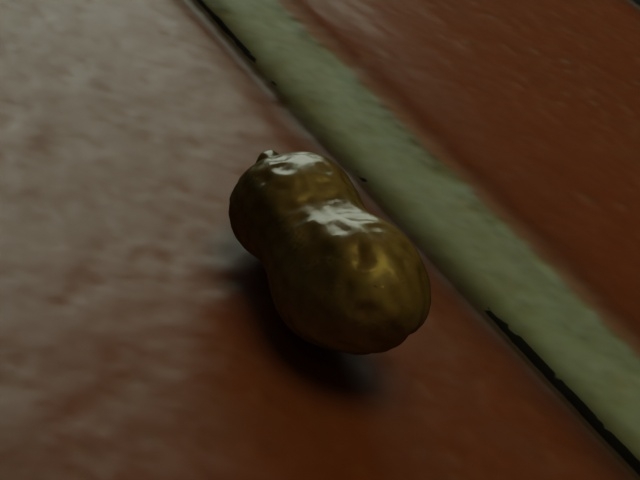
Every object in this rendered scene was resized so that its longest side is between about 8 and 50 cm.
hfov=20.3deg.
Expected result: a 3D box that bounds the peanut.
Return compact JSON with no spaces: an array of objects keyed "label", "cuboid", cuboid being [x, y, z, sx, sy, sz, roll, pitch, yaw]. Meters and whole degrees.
[{"label":"peanut","cuboid":[0.000,0.000,0.438,0.037,0.037,0.083,6,27,-23]}]
